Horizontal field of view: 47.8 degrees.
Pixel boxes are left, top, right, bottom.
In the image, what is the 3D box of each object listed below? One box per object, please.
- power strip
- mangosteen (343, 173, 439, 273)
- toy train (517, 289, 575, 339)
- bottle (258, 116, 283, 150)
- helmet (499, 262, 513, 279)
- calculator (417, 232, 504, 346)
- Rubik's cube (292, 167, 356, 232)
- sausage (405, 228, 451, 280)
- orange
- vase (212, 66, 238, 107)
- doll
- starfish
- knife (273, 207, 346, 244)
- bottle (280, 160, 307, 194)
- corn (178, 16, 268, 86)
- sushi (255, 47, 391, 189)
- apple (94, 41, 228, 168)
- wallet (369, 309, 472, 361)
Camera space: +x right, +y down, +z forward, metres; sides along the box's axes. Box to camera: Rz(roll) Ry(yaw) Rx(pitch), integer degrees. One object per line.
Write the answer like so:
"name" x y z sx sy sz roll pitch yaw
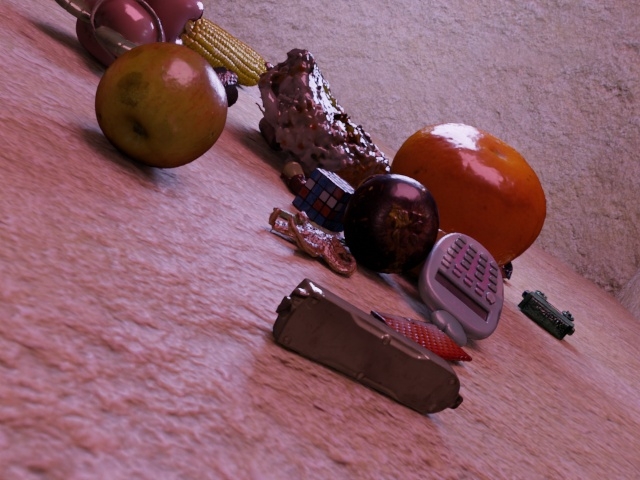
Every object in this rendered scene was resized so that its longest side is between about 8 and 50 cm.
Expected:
"power strip" 0.067 0.141 0.912 0.286 0.080 0.048 30 14 -20
"mangosteen" 0.129 -0.037 1.412 0.192 0.192 0.217 31 2 -17
"toy train" 0.620 0.202 1.975 0.172 0.070 0.099 40 22 13
"bottle" -0.122 -0.277 1.863 0.053 0.053 0.140 27 17 -29
"helmet" 0.556 0.089 2.219 0.084 0.049 0.065 -49 120 -51
"calculator" 0.274 0.094 1.403 0.186 0.041 0.298 39 41 -6
"Rubik's cube" 0.018 -0.082 1.478 0.092 0.092 0.092 43 17 26
"sausage" 0.262 0.050 1.551 0.241 0.120 0.136 32 -29 -18
"orange" 0.370 -0.108 1.893 0.424 0.326 0.423 20 34 -14
"vase" -0.285 -0.356 1.676 0.115 0.115 0.237 37 19 7
"doll" -0.406 -0.465 1.520 0.284 0.216 0.268 41 22 12
"starfish" -0.007 0.007 1.272 0.210 0.053 0.150 21 32 -55
"knife" -0.015 -0.028 1.396 0.207 0.014 0.030 25 18 -40
"bottle" -0.055 -0.132 1.583 0.063 0.047 0.101 -8 34 -13
"corn" -0.314 -0.583 2.251 0.387 0.144 0.144 22 19 -50
"sushi" 0.001 -0.288 1.784 0.417 0.176 0.417 51 17 -22
"apple" -0.244 -0.203 1.105 0.196 0.196 0.196 33 15 -10
"wallet" 0.167 0.161 1.187 0.197 0.020 0.103 17 23 -49
